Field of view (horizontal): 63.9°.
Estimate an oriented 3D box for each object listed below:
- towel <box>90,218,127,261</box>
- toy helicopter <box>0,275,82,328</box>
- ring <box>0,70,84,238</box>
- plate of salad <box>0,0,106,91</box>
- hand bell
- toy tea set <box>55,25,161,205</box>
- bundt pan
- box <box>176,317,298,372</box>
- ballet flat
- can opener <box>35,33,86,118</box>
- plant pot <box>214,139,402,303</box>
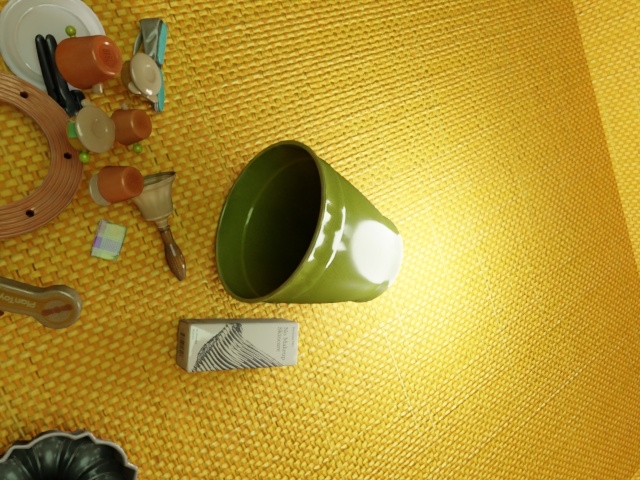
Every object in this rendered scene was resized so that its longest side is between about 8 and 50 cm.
[{"bbox_3d":[-0.458,0.000,1.111,0.060,0.009,0.083,18,81,-30],"label":"towel"},{"bbox_3d":[-0.625,0.102,0.929,0.355,0.140,0.235,18,102,-18],"label":"toy helicopter"},{"bbox_3d":[-0.609,-0.159,0.925,0.336,0.032,0.337,14,65,-32],"label":"ring"},{"bbox_3d":[-0.539,-0.401,1.039,0.199,0.048,0.200,-15,120,-28],"label":"plate of salad"},{"bbox_3d":[-0.347,-0.019,1.141,0.126,0.126,0.242,-25,114,-29],"label":"hand bell"},{"bbox_3d":[-0.430,-0.237,1.001,0.200,0.124,0.336,29,61,-62],"label":"toy tea set"},{"bbox_3d":[-0.524,0.519,0.995,0.330,0.124,0.331,0,90,-31],"label":"bundt pan"},{"bbox_3d":[-0.193,0.243,1.216,0.275,0.094,0.113,3,88,-30],"label":"box"},{"bbox_3d":[-0.382,-0.389,1.143,0.068,0.072,0.213,2,87,-4],"label":"ballet flat"},{"bbox_3d":[-0.528,-0.316,1.030,0.073,0.059,0.186,-74,157,-58],"label":"can opener"},{"bbox_3d":[0.000,0.000,1.221,0.353,0.366,0.367,21,78,-42],"label":"plant pot"}]
